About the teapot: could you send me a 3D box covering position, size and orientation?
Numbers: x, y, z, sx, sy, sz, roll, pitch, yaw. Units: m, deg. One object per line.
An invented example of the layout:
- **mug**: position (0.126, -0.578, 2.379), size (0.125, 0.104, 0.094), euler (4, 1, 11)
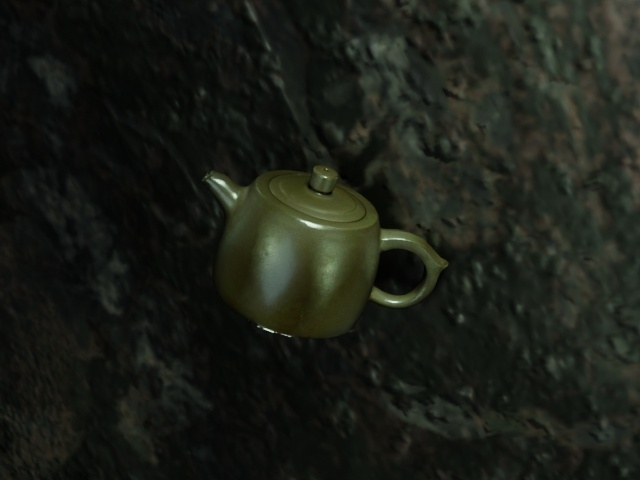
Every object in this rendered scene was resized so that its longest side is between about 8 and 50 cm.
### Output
- **teapot**: position (0.000, 0.000, 0.597), size (0.121, 0.076, 0.068), euler (16, 114, -5)
